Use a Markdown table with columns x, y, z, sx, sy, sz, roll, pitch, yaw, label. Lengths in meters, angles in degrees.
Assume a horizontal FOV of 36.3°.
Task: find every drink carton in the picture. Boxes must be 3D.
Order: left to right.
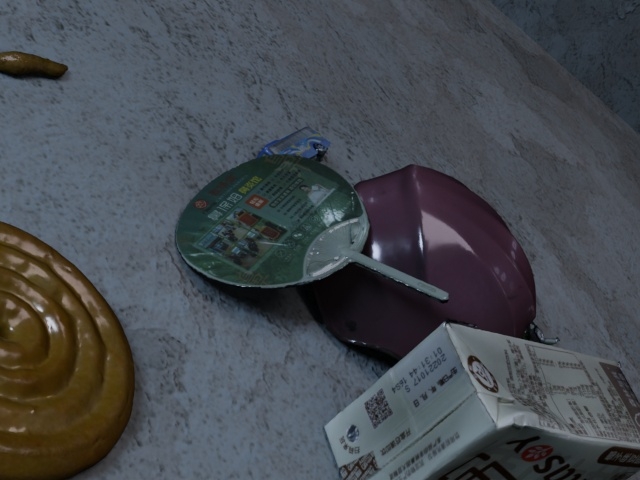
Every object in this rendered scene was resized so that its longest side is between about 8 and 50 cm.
| x | y | z | sx | sy | sz | roll | pitch | yaw | label |
| --- | --- | --- | --- | --- | --- | --- | --- | --- | --- |
| 0.193 | 0.211 | 1.035 | 0.324 | 0.194 | 0.132 | 17 | 38 | -41 | drink carton |

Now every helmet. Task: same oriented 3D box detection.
| x | y | z | sx | sy | sz | roll | pitch | yaw | label |
| --- | --- | --- | --- | --- | --- | --- | --- | --- | --- |
| 0.150 | 0.041 | 1.198 | 0.338 | 0.197 | 0.271 | 34 | 29 | -19 | helmet |

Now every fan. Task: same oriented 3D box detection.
| x | y | z | sx | sy | sz | roll | pitch | yaw | label |
| --- | --- | --- | --- | --- | --- | --- | --- | --- | --- |
| -0.033 | 0.003 | 1.048 | 0.223 | 0.012 | 0.294 | -18 | 47 | -23 | fan |

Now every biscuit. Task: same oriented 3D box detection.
| x | y | z | sx | sy | sz | roll | pitch | yaw | label |
| --- | --- | --- | --- | --- | --- | --- | --- | --- | --- |
| -0.259 | 0.075 | 0.781 | 0.262 | 0.037 | 0.262 | 32 | 32 | -24 | biscuit |

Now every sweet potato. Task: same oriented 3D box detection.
| x | y | z | sx | sy | sz | roll | pitch | yaw | label |
| --- | --- | --- | --- | --- | --- | --- | --- | --- | --- |
| -0.313 | -0.190 | 1.057 | 0.115 | 0.026 | 0.026 | -2 | 54 | -55 | sweet potato |

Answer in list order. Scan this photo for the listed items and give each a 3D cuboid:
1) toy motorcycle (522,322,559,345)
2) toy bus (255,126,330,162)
| x | y | z | sx | sy | sz | roll | pitch | yaw | label |
| --- | --- | --- | --- | --- | --- | --- | --- | --- | --- |
| 0.298 | 0.180 | 1.342 | 0.106 | 0.074 | 0.190 | 49 | 27 | -15 | toy motorcycle |
| -0.037 | -0.107 | 1.288 | 0.061 | 0.051 | 0.153 | 37 | 28 | 9 | toy bus |
